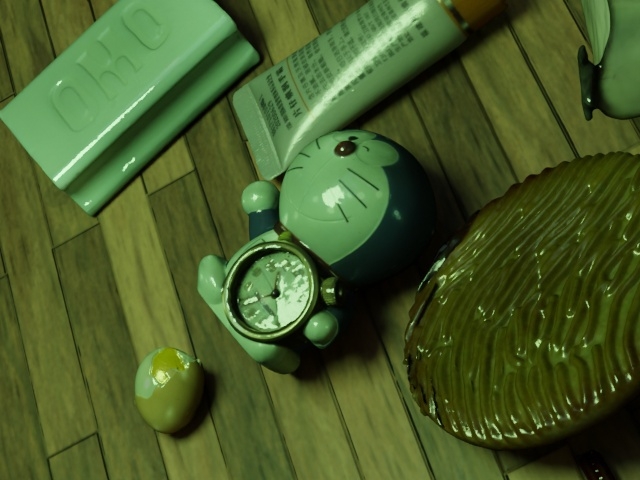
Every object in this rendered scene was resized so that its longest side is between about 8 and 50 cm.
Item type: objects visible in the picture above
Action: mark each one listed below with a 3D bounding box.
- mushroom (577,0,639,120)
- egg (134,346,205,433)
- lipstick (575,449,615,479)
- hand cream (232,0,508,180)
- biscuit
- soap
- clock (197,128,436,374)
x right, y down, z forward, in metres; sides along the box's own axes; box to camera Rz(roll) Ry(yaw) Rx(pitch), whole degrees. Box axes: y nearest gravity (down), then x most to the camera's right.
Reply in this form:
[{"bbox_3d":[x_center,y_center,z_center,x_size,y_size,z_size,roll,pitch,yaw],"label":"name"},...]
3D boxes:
[{"bbox_3d":[0.423,-0.298,1.529,0.397,0.224,0.313,-8,38,9],"label":"mushroom"},{"bbox_3d":[-0.151,0.150,1.623,0.071,0.071,0.083,1,67,28],"label":"egg"},{"bbox_3d":[0.262,0.248,1.376,0.027,0.027,0.176,-31,51,8],"label":"lipstick"},{"bbox_3d":[0.046,-0.189,1.712,0.314,0.089,0.139,-30,51,14],"label":"hand cream"},{"bbox_3d":[0.208,0.047,1.459,0.318,0.040,0.318,-28,38,24],"label":"biscuit"},{"bbox_3d":[-0.217,-0.175,1.840,0.265,0.087,0.160,-43,52,-1],"label":"soap"},{"bbox_3d":[0.000,0.000,1.587,0.243,0.146,0.199,-46,57,2],"label":"clock"}]
